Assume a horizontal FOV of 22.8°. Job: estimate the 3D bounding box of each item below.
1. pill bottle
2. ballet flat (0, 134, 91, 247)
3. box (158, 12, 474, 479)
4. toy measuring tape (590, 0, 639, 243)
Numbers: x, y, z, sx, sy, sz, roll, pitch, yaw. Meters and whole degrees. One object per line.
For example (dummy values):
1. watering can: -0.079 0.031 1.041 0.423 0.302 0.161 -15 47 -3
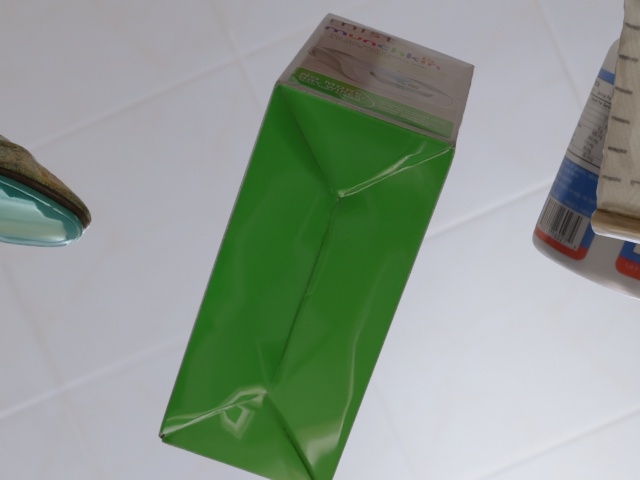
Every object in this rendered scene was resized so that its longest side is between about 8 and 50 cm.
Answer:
1. pill bottle: 0.249 -0.075 1.153 0.124 0.124 0.221 -90 22 -77
2. ballet flat: -0.387 -0.080 1.553 0.123 0.348 0.123 -31 54 56
3. box: 0.000 0.000 1.101 0.231 0.127 0.262 -65 -6 -71
4. toy measuring tape: 0.183 -0.162 0.781 0.121 0.121 0.330 -111 19 -58
